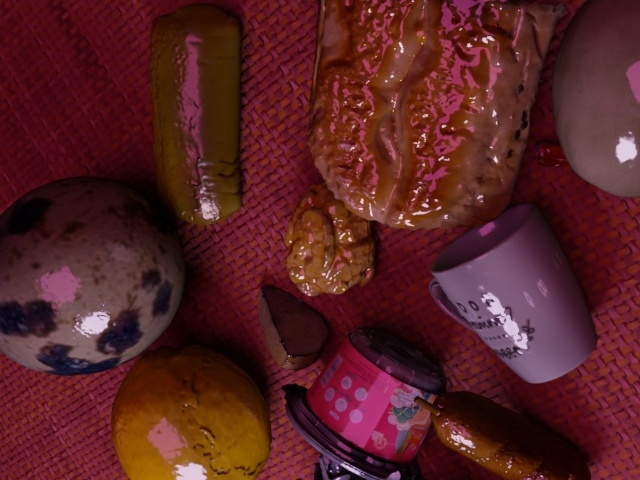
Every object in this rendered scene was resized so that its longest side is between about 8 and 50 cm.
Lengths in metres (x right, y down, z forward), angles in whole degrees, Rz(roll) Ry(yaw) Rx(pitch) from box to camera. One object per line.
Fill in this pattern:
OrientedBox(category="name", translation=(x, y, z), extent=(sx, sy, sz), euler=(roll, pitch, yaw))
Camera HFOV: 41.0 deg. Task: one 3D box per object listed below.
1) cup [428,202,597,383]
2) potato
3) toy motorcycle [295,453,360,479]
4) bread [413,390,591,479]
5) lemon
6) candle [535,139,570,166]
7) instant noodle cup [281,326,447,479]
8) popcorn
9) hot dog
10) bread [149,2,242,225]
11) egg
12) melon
OrientedBox(category="cup", translation=(0.287, 0.095, 1.342), extent=(0.234, 0.186, 0.258), euler=(57, 146, -9))
OrientedBox(category="potato", translation=(-0.053, 0.169, 1.542), extent=(0.172, 0.101, 0.089), euler=(59, 145, 41))
OrientedBox(category="toy motorcycle", translation=(0.030, 0.469, 1.498), extent=(0.108, 0.173, 0.307), euler=(-13, 136, -13))
OrientedBox(category="bread", translation=(0.283, 0.323, 1.359), extent=(0.344, 0.124, 0.084), euler=(28, 114, -17))
OrientedBox(category="lemon", translation=(-0.234, 0.336, 1.547), extent=(0.297, 0.297, 0.297), euler=(6, 106, 21))
OrientedBox(category="candle", translation=(0.405, -0.125, 1.283), extent=(0.162, 0.053, 0.048), euler=(3, 105, 17))
OrientedBox(category="instant noodle cup", translation=(0.094, 0.259, 1.422), extent=(0.302, 0.258, 0.181), euler=(31, 100, 15))
OrientedBox(category="popcorn", translation=(0.016, 0.009, 1.434), extent=(0.163, 0.140, 0.194), euler=(32, 116, 18))
OrientedBox(category="hot dog", translation=(0.150, -0.198, 1.296), extent=(0.367, 0.196, 0.365), euler=(16, 107, 24))
OrientedBox(category="bread", translation=(-0.221, -0.213, 1.485), extent=(0.166, 0.112, 0.383), euler=(8, 107, 20))
OrientedBox(category="egg", translation=(-0.435, 0.069, 1.521), extent=(0.428, 0.345, 0.345), euler=(-21, 95, 36))
OrientedBox(category="melon", translation=(0.436, -0.210, 1.135), extent=(0.272, 0.271, 0.307), euler=(0, 120, 23))
